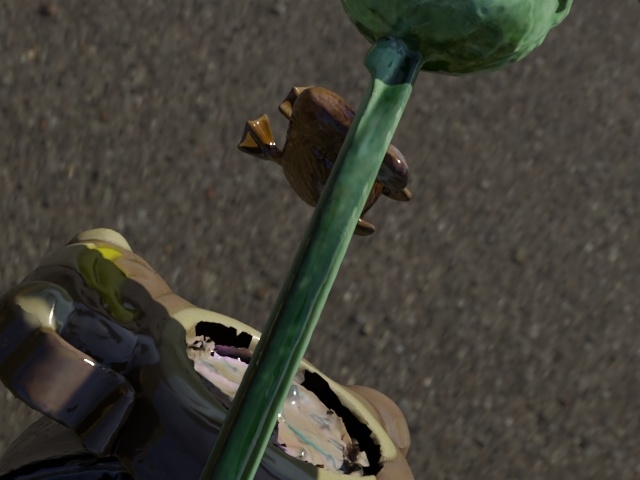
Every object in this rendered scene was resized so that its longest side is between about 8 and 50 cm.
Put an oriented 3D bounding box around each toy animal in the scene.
[{"bbox_3d":[0.026,-0.054,1.636,0.089,0.188,0.179,-43,46,-19],"label":"toy animal"}]

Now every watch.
[{"bbox_3d":[-0.129,0.214,1.300,0.335,0.327,0.314,35,15,-2],"label":"watch"}]

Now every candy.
[{"bbox_3d":[0.000,0.000,0.802,0.119,0.119,0.440,25,74,-1],"label":"candy"}]

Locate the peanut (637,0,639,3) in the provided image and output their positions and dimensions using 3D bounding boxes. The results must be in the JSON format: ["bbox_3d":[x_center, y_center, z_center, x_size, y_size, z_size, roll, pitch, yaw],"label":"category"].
[{"bbox_3d":[0.257,-0.125,1.130,0.123,0.123,0.257,-20,75,-24],"label":"peanut"}]
